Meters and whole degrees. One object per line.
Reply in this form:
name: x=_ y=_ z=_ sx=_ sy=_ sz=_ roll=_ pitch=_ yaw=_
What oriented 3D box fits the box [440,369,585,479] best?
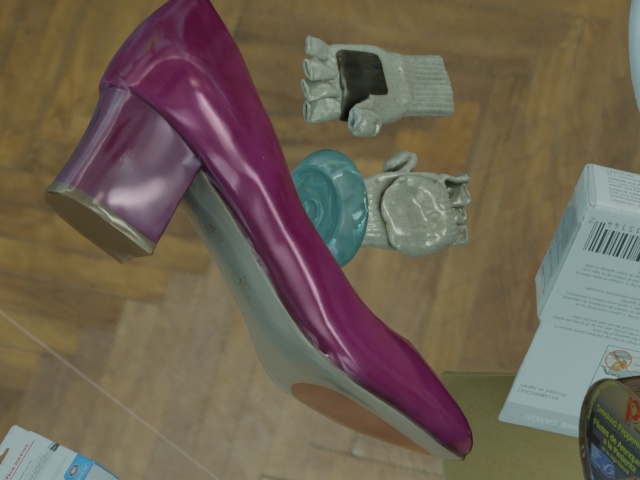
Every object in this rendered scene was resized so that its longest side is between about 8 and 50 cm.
box: x=0.216 y=0.208 z=1.427 sx=0.201 sy=0.021 sz=0.164 roll=-1 pitch=93 yaw=18

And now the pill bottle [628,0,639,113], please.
pill bottle: x=0.291 y=-0.112 z=0.822 sx=0.216 sy=0.121 sz=0.121 roll=0 pitch=66 yaw=33

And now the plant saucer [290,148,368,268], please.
plant saucer: x=-0.003 y=-0.028 z=1.420 sx=0.119 sy=0.021 sz=0.119 roll=-1 pitch=88 yaw=47

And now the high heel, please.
high heel: x=0.000 y=0.000 z=1.029 sx=0.127 sy=0.377 sz=0.181 roll=-2 pitch=53 yaw=55

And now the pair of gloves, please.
pair of gloves: x=0.073 y=-0.098 z=1.570 sx=0.042 sy=0.204 sz=0.240 roll=-28 pitch=63 yaw=54

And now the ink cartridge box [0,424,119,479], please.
ink cartridge box: x=-0.168 y=0.149 z=0.909 sx=0.083 sy=0.028 sz=0.048 roll=16 pitch=69 yaw=42

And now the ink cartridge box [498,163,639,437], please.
ink cartridge box: x=0.332 y=0.080 z=1.305 sx=0.296 sy=0.261 sz=0.066 roll=13 pitch=39 yaw=-5

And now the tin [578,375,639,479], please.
tin: x=0.211 y=0.149 z=0.886 sx=0.040 sy=0.106 sz=0.189 roll=-10 pitch=23 yaw=-15
